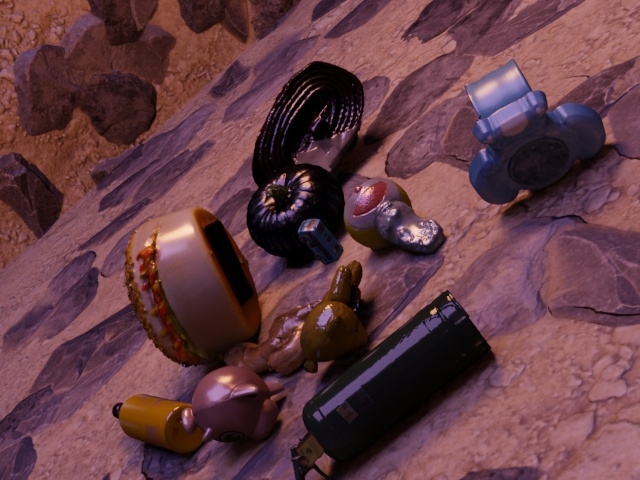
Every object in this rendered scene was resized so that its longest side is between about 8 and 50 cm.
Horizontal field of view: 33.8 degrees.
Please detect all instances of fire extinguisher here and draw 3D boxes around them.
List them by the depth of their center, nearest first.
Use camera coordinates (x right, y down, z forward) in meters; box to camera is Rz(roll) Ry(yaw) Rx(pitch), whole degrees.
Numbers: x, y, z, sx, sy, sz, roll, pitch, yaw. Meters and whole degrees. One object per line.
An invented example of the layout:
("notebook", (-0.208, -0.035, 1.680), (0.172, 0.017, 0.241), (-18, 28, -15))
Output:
("fire extinguisher", (0.075, 0.201, 1.353), (0.311, 0.114, 0.095), (-38, -17, 3))

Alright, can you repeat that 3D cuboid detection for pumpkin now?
("pumpkin", (-0.046, -0.057, 1.969), (0.194, 0.150, 0.194), (-14, 23, 6))

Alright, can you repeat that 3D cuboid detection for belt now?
("belt", (-0.029, -0.218, 2.157), (0.289, 0.184, 0.164), (-59, 6, -10))

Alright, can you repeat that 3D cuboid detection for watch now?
("watch", (0.296, -0.182, 1.587), (0.211, 0.211, 0.193), (-34, 40, 17))

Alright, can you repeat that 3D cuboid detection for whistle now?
("whistle", (0.115, -0.037, 1.724), (0.123, 0.123, 0.223), (-46, 37, -12))

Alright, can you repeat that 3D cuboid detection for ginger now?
("ginger", (-0.070, 0.162, 1.710), (0.214, 0.059, 0.133), (-18, 39, 47))

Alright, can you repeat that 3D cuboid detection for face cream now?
("face cream", (-0.282, 0.299, 1.761), (0.078, 0.078, 0.273), (-51, 24, -24))

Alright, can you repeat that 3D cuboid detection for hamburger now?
("hamburger", (-0.228, 0.081, 1.829), (0.179, 0.276, 0.294), (-24, 6, 10))

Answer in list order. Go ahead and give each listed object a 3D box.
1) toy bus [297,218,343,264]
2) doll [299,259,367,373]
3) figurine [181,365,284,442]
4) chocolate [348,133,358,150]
("toy bus", (0.000, 0.000, 1.864), (0.046, 0.083, 0.038), (-17, 33, 40))
("doll", (0.037, 0.112, 1.595), (0.209, 0.097, 0.137), (-58, -11, -53))
("figurine", (-0.130, 0.247, 1.570), (0.138, 0.125, 0.125), (-22, 26, 12))
("chocolate", (0.012, -0.221, 2.274), (0.148, 0.080, 0.125), (-47, 22, -21))
